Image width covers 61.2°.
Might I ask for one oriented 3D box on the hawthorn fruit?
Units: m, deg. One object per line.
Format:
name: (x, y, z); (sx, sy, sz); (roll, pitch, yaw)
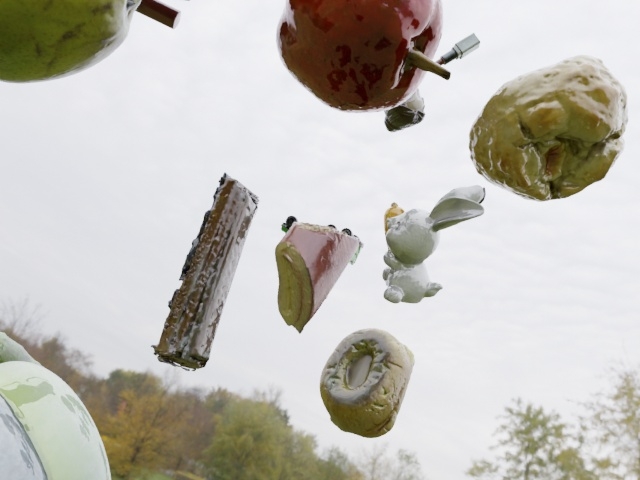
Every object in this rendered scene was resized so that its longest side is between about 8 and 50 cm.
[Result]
hawthorn fruit: (0.091, -0.350, 0.915); (0.330, 0.287, 0.287); (43, -15, 29)

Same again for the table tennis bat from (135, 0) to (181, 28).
table tennis bat: (-0.418, -0.487, 1.024); (0.310, 0.200, 0.038); (23, -41, -12)

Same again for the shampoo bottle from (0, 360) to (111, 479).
shampoo bottle: (-0.417, 0.295, 0.565); (0.323, 0.322, 0.317); (10, 17, 34)

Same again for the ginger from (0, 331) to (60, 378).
ginger: (-0.526, 0.259, 0.978); (0.290, 0.089, 0.137); (44, -14, 5)

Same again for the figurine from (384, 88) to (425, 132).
figurine: (0.211, -0.465, 1.487); (0.168, 0.315, 0.187); (-19, -5, 26)

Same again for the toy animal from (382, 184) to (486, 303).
toy animal: (0.150, -0.006, 0.778); (0.127, 0.131, 0.181); (16, -69, 5)

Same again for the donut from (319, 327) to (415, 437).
donut: (0.105, 0.338, 1.316); (0.209, 0.261, 0.128); (2, -39, 32)

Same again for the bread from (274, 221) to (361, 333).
bread: (-0.010, 0.032, 0.815); (0.067, 0.192, 0.119); (3, -41, 38)

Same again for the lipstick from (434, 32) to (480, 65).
lipstick: (0.245, -0.344, 1.004); (0.025, 0.107, 0.025); (57, -4, 12)

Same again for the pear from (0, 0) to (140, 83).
pear: (-0.392, -0.331, 0.692); (0.307, 0.252, 0.253); (8, -23, -12)

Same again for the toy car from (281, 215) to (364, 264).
toy car: (0.000, 0.000, 1.056); (0.165, 0.062, 0.071); (14, -8, 21)

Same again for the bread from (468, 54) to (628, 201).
bread: (0.360, -0.162, 0.832); (0.245, 0.134, 0.244); (-4, -50, -4)

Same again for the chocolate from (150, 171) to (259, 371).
chocolate: (-0.173, 0.049, 0.889); (0.065, 0.329, 0.102); (3, -23, 34)
